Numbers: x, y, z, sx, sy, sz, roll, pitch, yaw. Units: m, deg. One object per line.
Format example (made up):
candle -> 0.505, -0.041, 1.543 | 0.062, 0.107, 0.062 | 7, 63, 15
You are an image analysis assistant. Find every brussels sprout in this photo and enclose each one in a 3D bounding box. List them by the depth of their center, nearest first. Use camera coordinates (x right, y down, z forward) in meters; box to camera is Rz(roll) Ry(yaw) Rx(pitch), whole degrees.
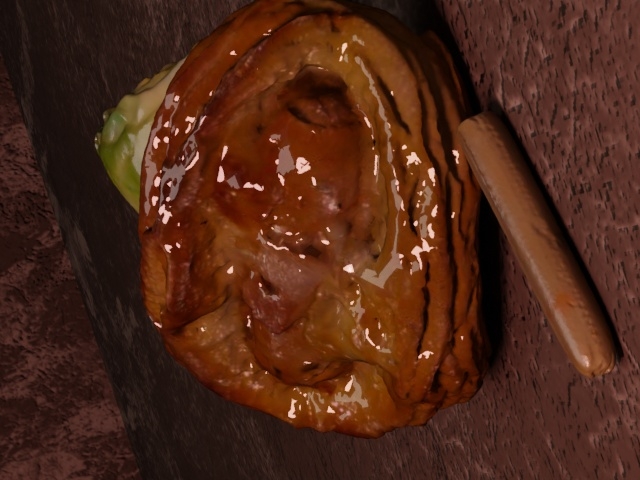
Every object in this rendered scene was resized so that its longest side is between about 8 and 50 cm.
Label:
brussels sprout -> -0.037, -0.053, 1.068 | 0.122, 0.151, 0.149 | 55, 172, 0

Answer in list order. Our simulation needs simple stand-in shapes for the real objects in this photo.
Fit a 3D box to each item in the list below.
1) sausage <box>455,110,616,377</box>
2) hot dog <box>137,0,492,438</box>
sausage -> 0.095, 0.001, 0.844 | 0.024, 0.024, 0.132 | 97, 151, -62
hot dog -> -0.001, 0.004, 0.951 | 0.259, 0.175, 0.114 | 83, -157, -46
